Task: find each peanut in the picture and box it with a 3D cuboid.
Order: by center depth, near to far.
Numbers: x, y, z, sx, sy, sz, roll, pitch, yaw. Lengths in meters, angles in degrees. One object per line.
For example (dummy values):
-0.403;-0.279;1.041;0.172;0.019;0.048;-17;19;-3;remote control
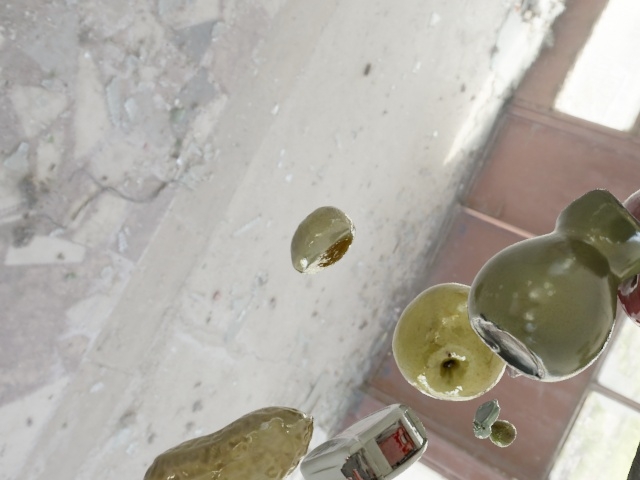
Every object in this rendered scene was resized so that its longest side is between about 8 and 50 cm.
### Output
-0.155;0.388;1.335;0.325;0.140;0.153;-25;160;-3;peanut

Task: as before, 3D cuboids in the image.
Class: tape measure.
0.096;0.446;1.580;0.265;0.130;0.258;-26;170;-35;tape measure

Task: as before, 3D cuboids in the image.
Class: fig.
0.504;0.537;2.154;0.074;0.088;0.074;-59;-177;4;fig

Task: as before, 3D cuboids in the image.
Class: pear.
0.338;0.251;1.953;0.309;0.309;0.309;-39;142;-39;pear

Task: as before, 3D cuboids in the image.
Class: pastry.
0.000;0.000;1.566;0.156;0.092;0.156;-40;157;-21;pastry

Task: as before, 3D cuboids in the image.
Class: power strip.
0.282;0.304;1.329;0.055;0.035;0.083;-35;-166;38;power strip

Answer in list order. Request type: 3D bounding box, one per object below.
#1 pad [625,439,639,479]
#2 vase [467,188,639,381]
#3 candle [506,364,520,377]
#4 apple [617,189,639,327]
0.769;0.387;1.505;0.367;0.248;0.007;-59;150;-22;pad
0.410;0.088;1.370;0.302;0.241;0.329;-46;175;-13;vase
0.523;0.189;2.020;0.132;0.287;0.316;-15;135;-5;candle
0.738;0.036;1.536;0.345;0.270;0.344;178;-90;-89;apple
